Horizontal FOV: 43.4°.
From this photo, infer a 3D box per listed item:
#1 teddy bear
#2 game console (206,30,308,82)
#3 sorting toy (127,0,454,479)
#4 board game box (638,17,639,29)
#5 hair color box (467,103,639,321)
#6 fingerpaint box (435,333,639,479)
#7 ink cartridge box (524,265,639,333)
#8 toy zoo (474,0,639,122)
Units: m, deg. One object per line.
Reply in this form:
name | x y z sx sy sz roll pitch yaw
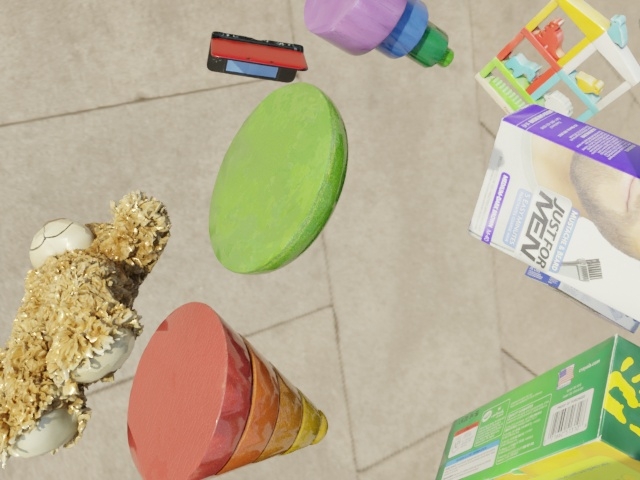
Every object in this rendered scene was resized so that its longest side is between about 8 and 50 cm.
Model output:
teddy bear | -0.239 0.063 0.764 0.113 0.338 0.245 30 121 -19
game console | -0.100 -0.264 1.231 0.144 0.124 0.085 7 61 -12
sorting toy | 0.000 0.000 0.535 0.126 0.127 0.365 22 90 -34
board game box | 0.401 -0.069 0.615 0.097 0.224 0.303 -8 84 -76
hair color box | 0.379 -0.027 1.053 0.110 0.339 0.185 -30 140 -45
fingerpaint box | 0.432 0.349 1.162 0.371 0.445 0.163 28 57 -5
ink cartridge box | 0.475 0.096 1.445 0.207 0.097 0.046 28 91 -26
toy zoo | 0.410 -0.291 1.366 0.192 0.293 0.030 49 58 2
